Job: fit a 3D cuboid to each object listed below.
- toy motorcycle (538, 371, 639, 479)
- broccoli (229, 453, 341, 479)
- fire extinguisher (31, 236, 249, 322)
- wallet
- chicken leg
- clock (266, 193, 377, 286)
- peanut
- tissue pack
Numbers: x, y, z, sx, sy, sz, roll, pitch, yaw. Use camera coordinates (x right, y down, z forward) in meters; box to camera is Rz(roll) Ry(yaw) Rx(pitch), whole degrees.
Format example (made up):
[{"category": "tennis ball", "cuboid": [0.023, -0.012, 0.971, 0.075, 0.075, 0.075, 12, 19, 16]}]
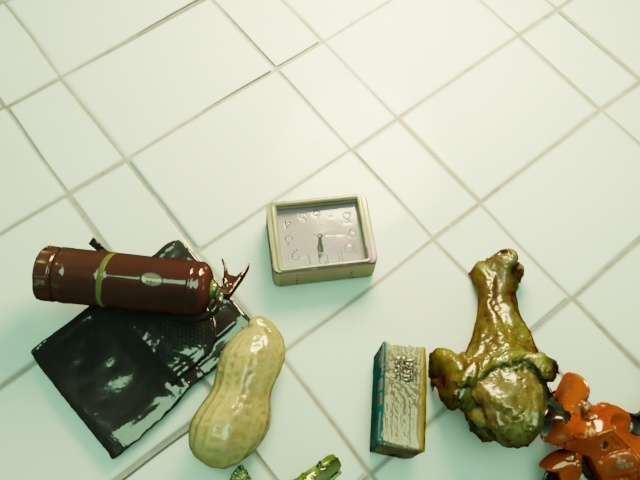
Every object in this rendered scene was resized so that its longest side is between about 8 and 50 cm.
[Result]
[{"category": "toy motorcycle", "cuboid": [0.498, 0.309, 1.071, 0.325, 0.148, 0.221, -14, 90, -7]}, {"category": "broccoli", "cuboid": [-0.058, 0.396, 1.021, 0.204, 0.118, 0.122, -16, 43, -27]}, {"category": "fire extinguisher", "cuboid": [-0.295, 0.062, 1.102, 0.341, 0.105, 0.141, 5, 58, 0]}, {"category": "wallet", "cuboid": [-0.300, 0.174, 1.128, 0.323, 0.041, 0.247, -41, 73, -16]}, {"category": "chicken leg", "cuboid": [0.285, 0.189, 1.118, 0.211, 0.140, 0.361, -10, 44, 6]}, {"category": "clock", "cuboid": [0.000, 0.000, 1.203, 0.192, 0.071, 0.147, -5, 67, -6]}, {"category": "peanut", "cuboid": [-0.126, 0.249, 1.067, 0.123, 0.123, 0.257, 19, 59, 5]}, {"category": "tissue pack", "cuboid": [0.128, 0.263, 1.070, 0.082, 0.120, 0.169, 6, 65, -2]}]
